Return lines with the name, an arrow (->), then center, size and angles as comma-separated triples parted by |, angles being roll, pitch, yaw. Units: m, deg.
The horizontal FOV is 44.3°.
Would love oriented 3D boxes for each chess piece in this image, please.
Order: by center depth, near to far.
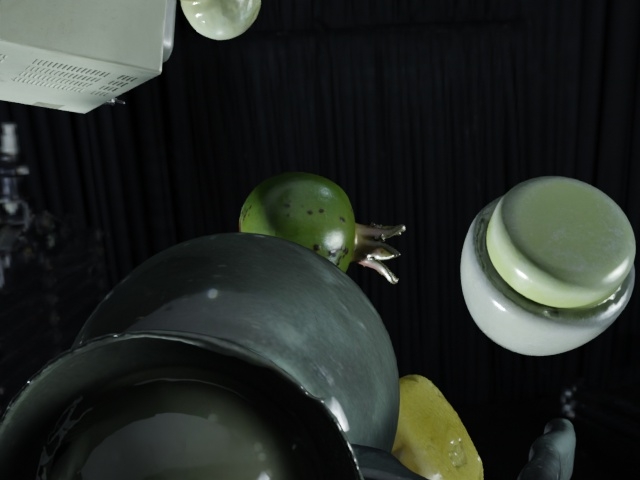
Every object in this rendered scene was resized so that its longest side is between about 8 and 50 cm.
chess piece -> -0.145, -0.326, 0.863 | 0.133, 0.243, 0.133 | -15, -128, 20

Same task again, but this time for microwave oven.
microwave oven -> -0.250, -0.212, 0.722 | 0.194, 0.145, 0.240 | 1, 179, -32

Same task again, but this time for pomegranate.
pomegranate -> 0.000, 0.000, 1.061 | 0.224, 0.182, 0.181 | 11, -165, -9

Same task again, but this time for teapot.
teapot -> -0.030, 0.137, 0.441 | 0.305, 0.223, 0.285 | 31, -173, 1

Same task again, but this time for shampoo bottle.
shampoo bottle -> 0.432, 0.057, 1.529 | 0.322, 0.317, 0.322 | 4, -124, -5

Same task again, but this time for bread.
bread -> 0.141, 0.347, 1.262 | 0.148, 0.270, 0.270 | -38, -179, 26
